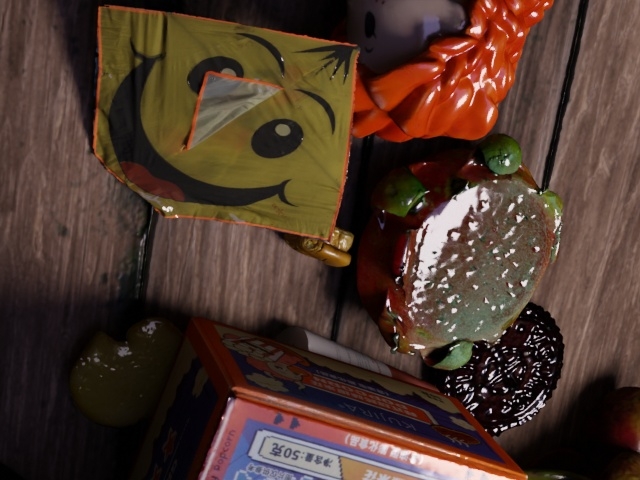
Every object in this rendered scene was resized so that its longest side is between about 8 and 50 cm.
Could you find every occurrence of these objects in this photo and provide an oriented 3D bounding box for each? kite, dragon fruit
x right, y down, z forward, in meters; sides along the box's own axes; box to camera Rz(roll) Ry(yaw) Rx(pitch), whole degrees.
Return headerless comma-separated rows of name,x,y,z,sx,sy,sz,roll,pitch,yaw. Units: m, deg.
kite,-0.086,-0.124,1.679,0.327,0.013,0.377,-30,122,30
dragon fruit,0.160,0.006,1.889,0.268,0.130,0.295,12,106,-29

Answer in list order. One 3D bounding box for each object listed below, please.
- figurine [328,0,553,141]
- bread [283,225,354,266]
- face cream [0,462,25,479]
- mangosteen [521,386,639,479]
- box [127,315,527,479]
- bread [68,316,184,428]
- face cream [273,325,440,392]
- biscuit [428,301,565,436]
figurine,0.092,-0.309,1.679,0.306,0.241,0.411,-38,114,-24
bread,0.000,0.000,1.847,0.046,0.083,0.081,-66,164,0
face cream,-0.436,0.419,1.743,0.357,0.219,0.312,-48,122,0
mangosteen,0.422,0.403,2.084,0.435,0.382,0.382,43,90,5
box,-0.018,0.304,1.742,0.349,0.257,0.318,20,101,-19
bread,-0.202,0.164,1.838,0.149,0.065,0.187,-26,122,-1
face cream,0.038,0.182,1.931,0.214,0.096,0.096,25,100,-31
biscuit,0.224,0.160,2.032,0.195,0.053,0.194,-10,115,-21
